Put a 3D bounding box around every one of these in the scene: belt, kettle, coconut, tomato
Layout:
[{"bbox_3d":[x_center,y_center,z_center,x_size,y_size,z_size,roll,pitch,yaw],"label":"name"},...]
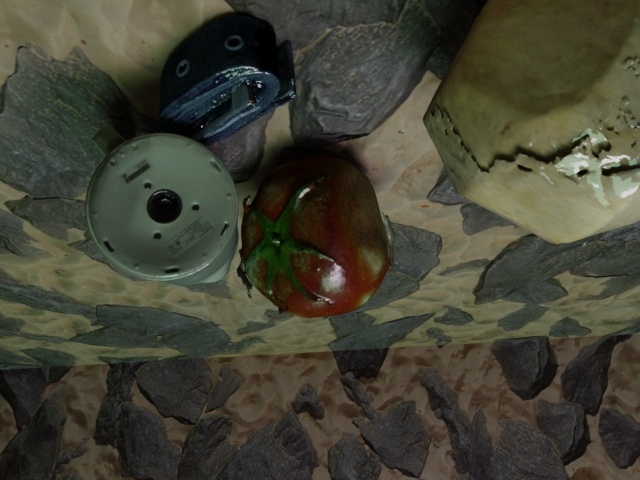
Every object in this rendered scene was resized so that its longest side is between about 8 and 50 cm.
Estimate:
[{"bbox_3d":[-0.147,-0.207,0.797,0.218,0.128,0.122,-21,153,36],"label":"belt"},{"bbox_3d":[-0.258,-0.041,0.908,0.265,0.205,0.318,20,172,-3],"label":"kettle"},{"bbox_3d":[0.315,-0.155,0.678,0.353,0.352,0.352,-2,154,-1],"label":"coconut"},{"bbox_3d":[0.000,0.000,1.055,0.239,0.303,0.303,-3,162,-44],"label":"tomato"}]
